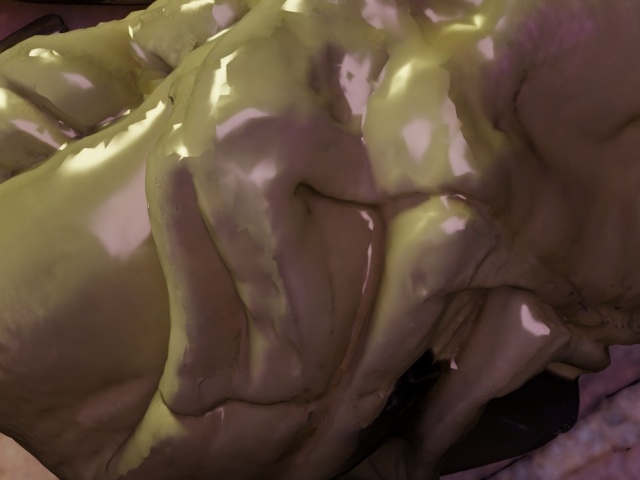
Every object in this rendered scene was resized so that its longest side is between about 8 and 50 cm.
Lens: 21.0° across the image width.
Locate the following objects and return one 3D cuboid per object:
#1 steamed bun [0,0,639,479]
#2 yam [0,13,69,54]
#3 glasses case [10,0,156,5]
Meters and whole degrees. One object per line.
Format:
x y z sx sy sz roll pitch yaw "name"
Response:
0.000 0.000 0.643 0.320 0.275 0.206 -15 91 33 "steamed bun"
-0.209 -0.032 0.754 0.234 0.027 0.029 -34 39 -6 "yam"
-0.029 -0.147 0.725 0.321 0.122 0.082 -4 86 2 "glasses case"
